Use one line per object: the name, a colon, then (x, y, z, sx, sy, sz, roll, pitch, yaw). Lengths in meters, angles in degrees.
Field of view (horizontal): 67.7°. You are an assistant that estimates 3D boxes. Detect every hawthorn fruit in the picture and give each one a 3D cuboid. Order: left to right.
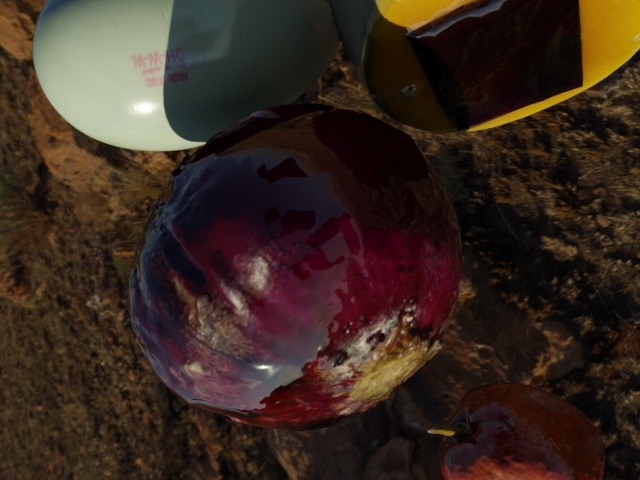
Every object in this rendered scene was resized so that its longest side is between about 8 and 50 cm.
hawthorn fruit: (0.354, 0.405, 0.926, 0.287, 0.330, 0.287, -160, 90, -80)

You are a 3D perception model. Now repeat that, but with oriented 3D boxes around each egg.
egg: (-0.139, -0.237, 0.569, 0.230, 0.371, 0.230, 58, 164, 28)

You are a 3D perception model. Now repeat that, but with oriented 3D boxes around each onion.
onion: (0.000, 0.000, 0.463, 0.282, 0.337, 0.260, 52, 126, 42)

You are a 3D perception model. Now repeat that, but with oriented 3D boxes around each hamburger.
hamburger: (0.150, -0.231, 0.424, 0.294, 0.276, 0.179, -18, 63, 28)
